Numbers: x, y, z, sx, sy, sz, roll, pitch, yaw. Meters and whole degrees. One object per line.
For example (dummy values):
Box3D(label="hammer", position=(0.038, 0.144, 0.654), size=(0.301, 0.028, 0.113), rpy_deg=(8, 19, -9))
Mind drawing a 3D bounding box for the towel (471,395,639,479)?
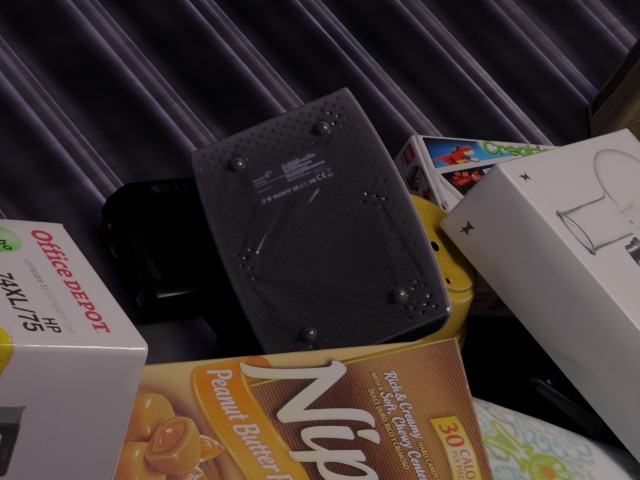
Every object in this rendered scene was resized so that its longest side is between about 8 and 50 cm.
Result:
Box3D(label="towel", position=(0.204, 0.305, 1.643), size=(0.320, 0.090, 0.374), rpy_deg=(23, 41, -21))

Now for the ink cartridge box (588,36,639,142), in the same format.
Box3D(label="ink cartridge box", position=(0.441, -0.147, 2.171), size=(0.235, 0.193, 0.088), rpy_deg=(19, 43, -17))

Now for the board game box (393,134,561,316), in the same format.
Box3D(label="board game box", position=(0.238, -0.011, 2.015), size=(0.305, 0.053, 0.193), rpy_deg=(3, 50, -31))

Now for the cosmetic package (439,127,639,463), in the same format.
Box3D(label="cosmetic package", position=(0.319, 0.075, 1.838), size=(0.377, 0.097, 0.284), rpy_deg=(50, 33, 14))

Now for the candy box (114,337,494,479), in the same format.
Box3D(label="candy box", position=(-0.032, 0.182, 1.548), size=(0.316, 0.087, 0.183), rpy_deg=(-5, 50, -9))

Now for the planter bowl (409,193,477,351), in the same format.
Box3D(label="planter bowl", position=(0.077, 0.025, 1.805), size=(0.217, 0.090, 0.217), rpy_deg=(32, 38, -29))

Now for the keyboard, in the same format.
Box3D(label="keyboard", position=(0.251, 0.144, 1.838), size=(0.108, 0.023, 0.180), rpy_deg=(39, 14, 7))

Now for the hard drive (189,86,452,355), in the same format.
Box3D(label="hard drive", position=(0.000, 0.000, 1.724), size=(0.172, 0.054, 0.254), rpy_deg=(-23, 58, -1))

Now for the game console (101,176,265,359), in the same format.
Box3D(label="game console", position=(-0.039, 0.086, 1.749), size=(0.213, 0.044, 0.361), rpy_deg=(-8, 56, -38))

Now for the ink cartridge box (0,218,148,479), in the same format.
Box3D(label="ink cartridge box", position=(-0.296, 0.106, 1.405), size=(0.270, 0.197, 0.198), rpy_deg=(4, 25, -31))
